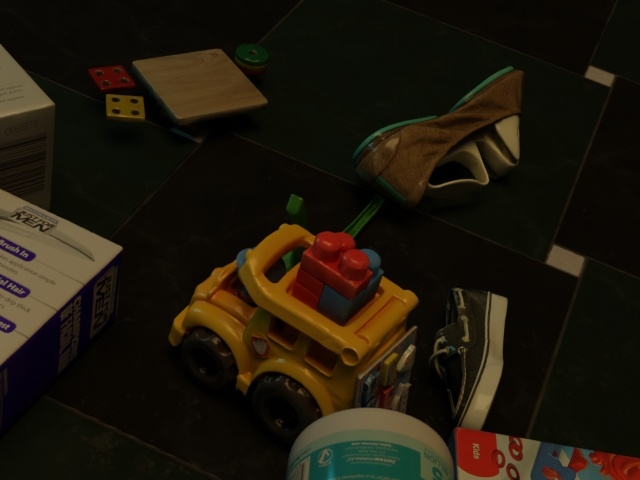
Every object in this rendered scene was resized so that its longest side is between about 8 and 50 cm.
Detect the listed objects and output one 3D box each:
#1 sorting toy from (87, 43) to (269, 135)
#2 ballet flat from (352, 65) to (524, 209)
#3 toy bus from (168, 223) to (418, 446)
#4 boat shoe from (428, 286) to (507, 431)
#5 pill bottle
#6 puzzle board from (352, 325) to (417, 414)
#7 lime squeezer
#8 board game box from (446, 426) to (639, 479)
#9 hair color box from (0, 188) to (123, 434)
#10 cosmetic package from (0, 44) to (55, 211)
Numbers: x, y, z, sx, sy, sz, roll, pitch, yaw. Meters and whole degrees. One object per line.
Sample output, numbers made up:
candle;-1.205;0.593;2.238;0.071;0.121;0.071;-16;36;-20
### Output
sorting toy;-0.167;-0.186;1.402;0.274;0.046;0.132;-15;48;-32
ballet flat;0.185;-0.123;1.403;0.342;0.116;0.124;-29;76;-44
toy bus;-0.021;0.061;1.030;0.220;0.211;0.149;31;43;20
boat shoe;0.147;0.124;1.120;0.070;0.078;0.219;18;31;2
pill bottle;0.036;0.272;0.849;0.146;0.146;0.264;11;40;-5
puzzle board;0.059;0.152;1.011;0.011;0.128;0.096;26;40;28
lime squeezer;0.000;0.000;1.202;0.059;0.110;0.310;10;6;19
board game box;0.252;0.322;0.906;0.302;0.086;0.308;10;40;-6
hair color box;-0.347;0.093;0.968;0.185;0.110;0.339;25;42;13
cosmetic package;-0.398;-0.120;1.168;0.151;0.151;0.183;-21;50;-35
